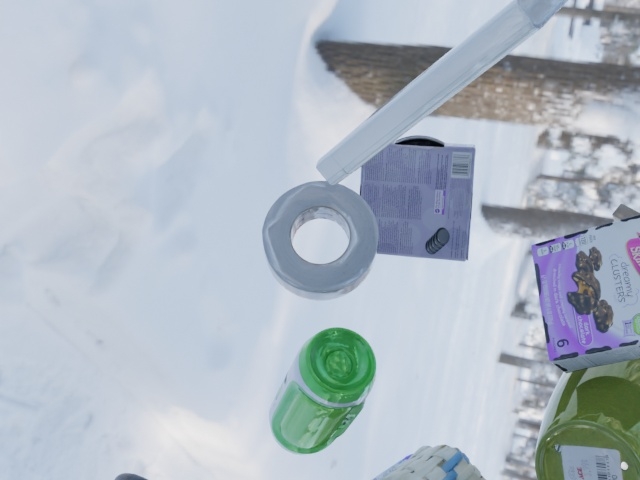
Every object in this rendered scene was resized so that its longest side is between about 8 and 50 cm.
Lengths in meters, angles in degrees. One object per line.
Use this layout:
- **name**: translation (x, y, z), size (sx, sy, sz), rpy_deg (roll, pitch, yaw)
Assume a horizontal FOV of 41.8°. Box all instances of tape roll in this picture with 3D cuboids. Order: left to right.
- **tape roll**: translation (0.000, 0.000, 1.589), size (0.072, 0.219, 0.219), rpy_deg (88, 17, -73)

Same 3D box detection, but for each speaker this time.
- **speaker**: translation (-0.002, 0.250, 1.352), size (0.296, 0.131, 0.131), rpy_deg (114, -2, -56)

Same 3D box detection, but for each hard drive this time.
- **hard drive**: translation (0.166, -0.219, 1.120), size (0.353, 0.047, 0.233), rpy_deg (-36, -174, 39)

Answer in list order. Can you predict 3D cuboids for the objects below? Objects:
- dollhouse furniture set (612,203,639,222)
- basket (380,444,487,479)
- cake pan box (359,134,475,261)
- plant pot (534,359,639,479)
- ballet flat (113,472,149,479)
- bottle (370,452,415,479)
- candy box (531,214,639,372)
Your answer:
- **dollhouse furniture set**: translation (0.520, 0.040, 1.360), size (0.123, 0.151, 0.144), rpy_deg (-50, 144, -4)
- **basket**: translation (0.184, 0.474, 1.247), size (0.255, 0.289, 0.201), rpy_deg (-34, -174, -22)
- **cake pan box**: translation (0.209, -0.094, 1.838), size (0.070, 0.246, 0.266), rpy_deg (-61, 152, -74)
- **plant pot**: translation (0.407, 0.257, 1.106), size (0.294, 0.275, 0.274), rpy_deg (-11, 113, -51)
- **ballet flat**: translation (-0.211, 0.351, 1.055), size (0.074, 0.203, 0.074), rpy_deg (-28, 127, -46)
- **bottle**: translation (0.119, 0.574, 1.792), size (0.092, 0.283, 0.118), rpy_deg (53, 6, -31)
- **candy box**: translation (0.379, 0.062, 1.052), size (0.070, 0.196, 0.164), rpy_deg (32, 48, -48)
